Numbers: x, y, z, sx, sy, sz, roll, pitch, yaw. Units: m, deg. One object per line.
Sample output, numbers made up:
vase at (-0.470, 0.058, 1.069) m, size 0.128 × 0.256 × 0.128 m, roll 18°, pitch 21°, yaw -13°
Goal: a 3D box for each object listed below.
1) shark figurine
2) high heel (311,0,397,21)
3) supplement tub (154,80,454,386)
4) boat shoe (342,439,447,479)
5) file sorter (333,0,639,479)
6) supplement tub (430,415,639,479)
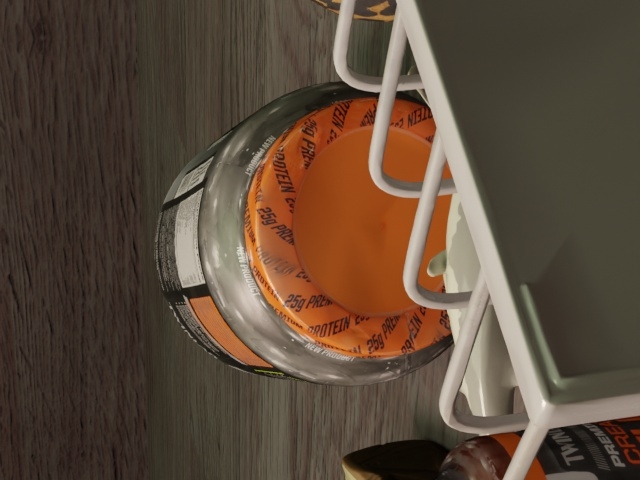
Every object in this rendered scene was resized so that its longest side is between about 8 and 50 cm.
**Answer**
shark figurine at (0.117, 0.010, 0.799) m, size 0.166 × 0.116 × 0.278 m, roll 41°, pitch -132°, yaw -51°
high heel at (0.038, -0.191, 0.942) m, size 0.261 × 0.186 × 0.093 m, roll -126°, pitch 33°, yaw -65°
supplement tub at (0.000, 0.000, 1.137) m, size 0.338 × 0.207 × 0.207 m, roll 168°, pitch 96°, yaw -76°
boat shoe at (0.078, 0.218, 1.158) m, size 0.285 × 0.104 × 0.089 m, roll -122°, pitch 23°, yaw -83°
file sorter at (0.126, -0.025, 0.649) m, size 0.173 × 0.192 × 0.278 m, roll 100°, pitch 160°, yaw -54°
supplement tub at (0.121, 0.134, 0.708) m, size 0.106 × 0.198 × 0.106 m, roll 174°, pitch 90°, yaw -75°
